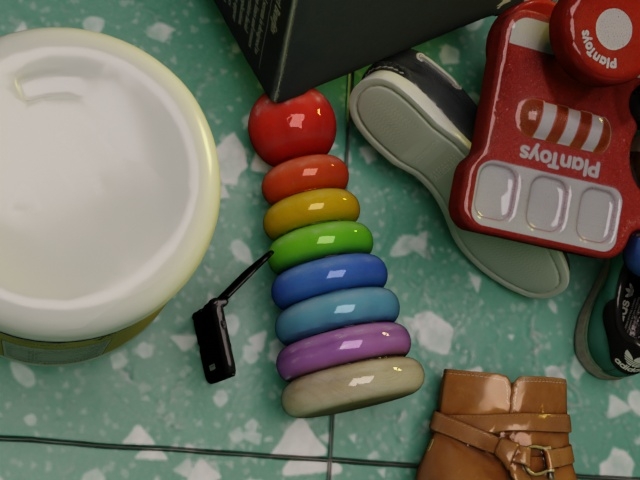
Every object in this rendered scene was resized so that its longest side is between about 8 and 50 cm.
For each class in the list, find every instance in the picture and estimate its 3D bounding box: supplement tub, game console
[{"bbox_3d":[-0.224,-0.019,1.047,0.241,0.331,0.241,2,79,-13],"label":"supplement tub"},{"bbox_3d":[-0.077,0.075,1.174,0.071,0.122,0.107,-11,82,-16],"label":"game console"}]

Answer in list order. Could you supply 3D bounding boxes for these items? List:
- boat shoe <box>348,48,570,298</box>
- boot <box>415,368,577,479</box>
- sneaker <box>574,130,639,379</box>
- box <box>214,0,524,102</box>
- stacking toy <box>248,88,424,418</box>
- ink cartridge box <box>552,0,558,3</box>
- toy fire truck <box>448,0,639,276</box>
[{"bbox_3d":[0.160,-0.073,1.267,0.302,0.114,0.091,50,46,-12],"label":"boat shoe"},{"bbox_3d":[0.233,0.250,1.239,0.283,0.109,0.220,9,73,-5],"label":"boot"},{"bbox_3d":[0.358,0.000,1.295,0.108,0.121,0.302,19,76,-10],"label":"sneaker"},{"bbox_3d":[0.003,-0.385,1.195,0.293,0.212,0.395,-24,73,-17],"label":"box"},{"bbox_3d":[0.000,0.000,1.208,0.141,0.141,0.330,-9,78,-15],"label":"stacking toy"},{"bbox_3d":[0.299,-0.251,1.346,0.052,0.088,0.122,-11,82,-16],"label":"ink cartridge box"},{"bbox_3d":[0.281,-0.101,1.193,0.302,0.169,0.254,13,87,-19],"label":"toy fire truck"}]
